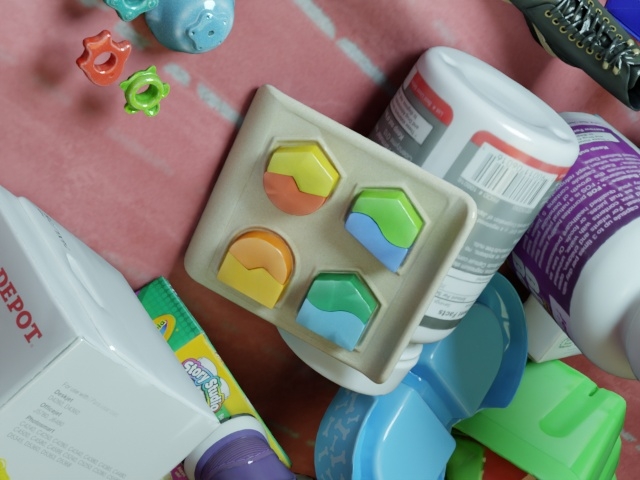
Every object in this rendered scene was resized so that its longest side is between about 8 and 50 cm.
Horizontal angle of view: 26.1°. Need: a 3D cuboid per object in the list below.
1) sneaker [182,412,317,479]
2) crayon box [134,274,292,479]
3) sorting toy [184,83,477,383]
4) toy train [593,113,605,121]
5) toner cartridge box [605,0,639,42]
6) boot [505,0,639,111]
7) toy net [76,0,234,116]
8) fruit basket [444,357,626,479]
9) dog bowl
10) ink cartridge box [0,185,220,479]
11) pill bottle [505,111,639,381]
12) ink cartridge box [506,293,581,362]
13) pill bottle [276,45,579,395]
[{"bbox_3d":[-0.035,0.281,1.307,0.107,0.124,0.283,-39,144,-3],"label":"sneaker"},{"bbox_3d":[-0.148,0.172,1.272,0.165,0.081,0.278,-35,143,-7],"label":"crayon box"},{"bbox_3d":[0.000,0.000,1.133,0.193,0.208,0.038,-64,171,28],"label":"sorting toy"},{"bbox_3d":[0.238,-0.054,1.402,0.166,0.046,0.125,-52,140,11],"label":"toy train"},{"bbox_3d":[0.378,-0.305,1.168,0.075,0.165,0.348,-11,135,-34],"label":"toner cartridge box"},{"bbox_3d":[0.220,-0.193,1.169,0.077,0.137,0.198,-47,141,9],"label":"boot"},{"bbox_3d":[-0.144,-0.186,0.949,0.122,0.045,0.232,-38,141,1],"label":"toy net"},{"bbox_3d":[0.152,0.327,1.560,0.392,0.283,0.392,-37,144,-33],"label":"fruit basket"},{"bbox_3d":[0.099,0.158,1.374,0.166,0.074,0.297,52,59,-34],"label":"dog bowl"},{"bbox_3d":[-0.261,0.131,1.040,0.270,0.198,0.197,-42,142,3],"label":"ink cartridge box"},{"bbox_3d":[0.271,0.018,1.227,0.169,0.301,0.169,-10,122,-16],"label":"pill bottle"},{"bbox_3d":[0.353,-0.027,1.472,0.371,0.069,0.175,-51,158,18],"label":"ink cartridge box"},{"bbox_3d":[0.086,-0.013,1.217,0.161,0.161,0.283,11,121,-45],"label":"pill bottle"}]
